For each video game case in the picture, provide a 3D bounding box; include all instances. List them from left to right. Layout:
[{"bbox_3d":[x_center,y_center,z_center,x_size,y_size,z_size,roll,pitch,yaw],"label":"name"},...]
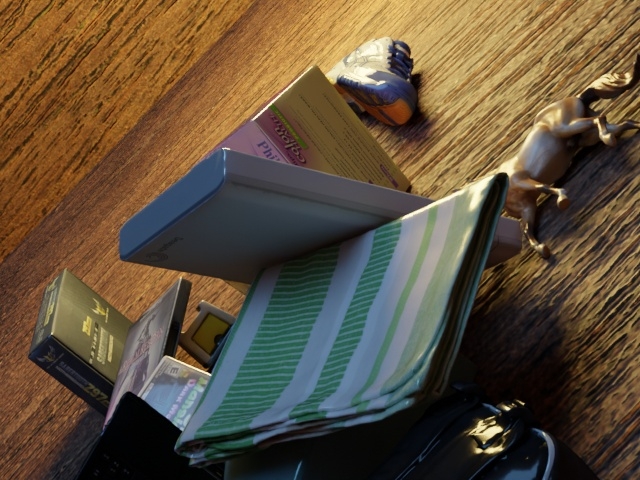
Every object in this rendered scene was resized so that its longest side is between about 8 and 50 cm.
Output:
[{"bbox_3d":[-0.258,0.209,1.613,0.196,0.026,0.274,-41,33,48],"label":"video game case"},{"bbox_3d":[-0.186,0.251,1.437,0.173,0.022,0.190,17,63,34],"label":"video game case"}]

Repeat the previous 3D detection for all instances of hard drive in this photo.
[{"bbox_3d":[0.000,0.000,1.180,0.233,0.353,0.047,-30,55,51],"label":"hard drive"}]

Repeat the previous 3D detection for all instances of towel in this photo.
[{"bbox_3d":[0.012,0.075,1.011,0.325,0.038,0.248,-24,32,44],"label":"towel"}]

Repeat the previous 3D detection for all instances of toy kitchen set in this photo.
[{"bbox_3d":[-0.100,0.096,1.568,0.166,0.122,0.207,-56,3,-20],"label":"toy kitchen set"}]

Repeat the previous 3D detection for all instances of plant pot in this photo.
[{"bbox_3d":[0.014,0.192,1.100,0.166,0.165,0.234,-20,38,48],"label":"plant pot"}]

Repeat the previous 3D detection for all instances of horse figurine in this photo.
[{"bbox_3d":[0.259,-0.093,1.246,0.263,0.066,0.174,-50,28,2],"label":"horse figurine"}]

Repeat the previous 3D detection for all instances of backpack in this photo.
[{"bbox_3d":[0.087,0.254,0.807,0.253,0.191,0.225,-42,13,-10],"label":"backpack"}]

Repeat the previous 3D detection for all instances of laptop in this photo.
[{"bbox_3d":[-0.129,0.307,1.060,0.137,0.234,0.264,-18,36,49],"label":"laptop"}]

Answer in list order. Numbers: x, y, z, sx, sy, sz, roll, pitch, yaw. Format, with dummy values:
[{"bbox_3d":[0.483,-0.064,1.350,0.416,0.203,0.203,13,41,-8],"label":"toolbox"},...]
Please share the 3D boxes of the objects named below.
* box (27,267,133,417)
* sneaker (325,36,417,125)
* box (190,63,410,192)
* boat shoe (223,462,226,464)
[{"bbox_3d":[-0.366,0.165,1.798,0.059,0.183,0.232,-43,22,12],"label":"box"},{"bbox_3d":[0.094,-0.267,1.778,0.131,0.112,0.296,-48,23,-1],"label":"sneaker"},{"bbox_3d":[-0.017,-0.082,1.463,0.117,0.213,0.243,-35,10,29],"label":"box"},{"bbox_3d":[-0.142,0.341,1.226,0.098,0.109,0.302,92,-156,-58],"label":"boat shoe"}]
